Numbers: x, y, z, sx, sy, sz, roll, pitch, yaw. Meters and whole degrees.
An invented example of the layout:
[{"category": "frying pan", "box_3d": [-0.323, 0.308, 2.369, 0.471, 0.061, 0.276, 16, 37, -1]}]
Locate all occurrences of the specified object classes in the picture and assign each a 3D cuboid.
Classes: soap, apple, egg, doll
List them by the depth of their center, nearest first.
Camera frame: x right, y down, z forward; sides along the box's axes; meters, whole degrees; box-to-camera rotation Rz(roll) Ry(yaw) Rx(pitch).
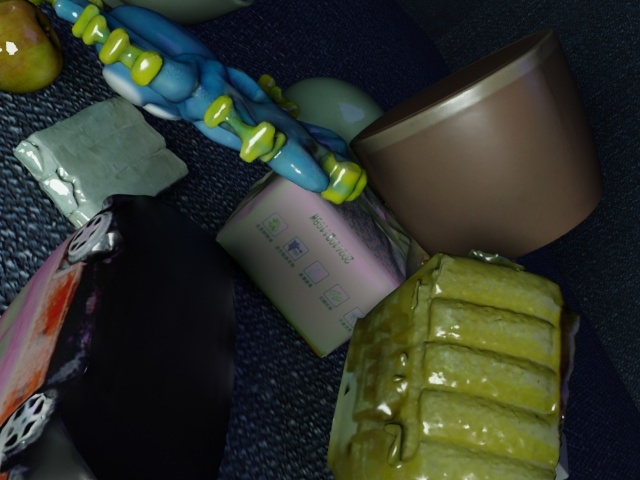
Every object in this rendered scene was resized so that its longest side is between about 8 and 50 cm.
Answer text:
[{"category": "apple", "box_3d": [-0.276, -0.176, 0.806, 0.089, 0.074, 0.089, 48, 20, -23]}, {"category": "doll", "box_3d": [-0.115, -0.139, 0.896, 0.341, 0.098, 0.346, 43, 16, 31]}, {"category": "soap", "box_3d": [0.000, 0.000, 1.054, 0.199, 0.138, 0.182, 50, 19, -12]}, {"category": "egg", "box_3d": [0.024, -0.138, 1.281, 0.231, 0.168, 0.168, 38, 26, -37]}]

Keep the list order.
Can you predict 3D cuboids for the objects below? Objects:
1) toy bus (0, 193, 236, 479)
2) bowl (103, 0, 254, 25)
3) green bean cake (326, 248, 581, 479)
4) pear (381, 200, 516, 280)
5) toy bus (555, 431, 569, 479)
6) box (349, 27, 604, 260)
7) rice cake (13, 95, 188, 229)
[{"category": "toy bus", "box_3d": [-0.143, 0.100, 0.564, 0.127, 0.147, 0.302, 43, 21, -27]}, {"category": "bowl", "box_3d": [-0.227, -0.380, 1.133, 0.289, 0.146, 0.289, 48, 21, -25]}, {"category": "green bean cake", "box_3d": [0.105, 0.186, 0.898, 0.202, 0.285, 0.310, 18, 53, -2]}, {"category": "pear", "box_3d": [0.161, 0.025, 1.348, 0.267, 0.267, 0.178, 50, -5, -13]}, {"category": "toy bus", "box_3d": [0.214, 0.305, 1.054, 0.113, 0.139, 0.301, 50, 22, -7]}, {"category": "box", "box_3d": [0.211, -0.108, 1.127, 0.216, 0.301, 0.301, 59, 19, -12]}, {"category": "rice cake", "box_3d": [-0.205, -0.072, 0.854, 0.124, 0.038, 0.211, 51, 21, -13]}]
